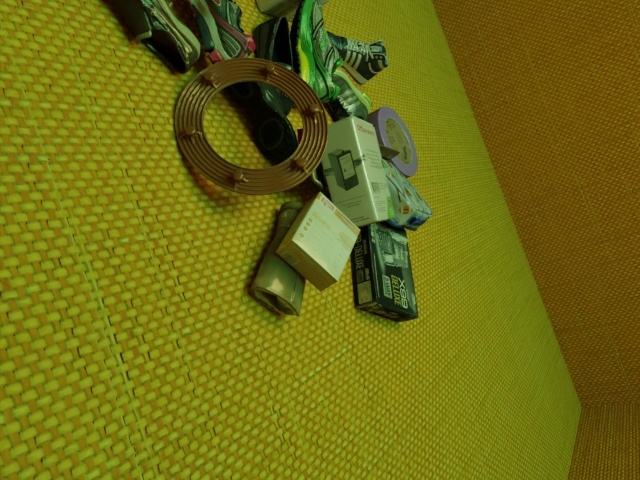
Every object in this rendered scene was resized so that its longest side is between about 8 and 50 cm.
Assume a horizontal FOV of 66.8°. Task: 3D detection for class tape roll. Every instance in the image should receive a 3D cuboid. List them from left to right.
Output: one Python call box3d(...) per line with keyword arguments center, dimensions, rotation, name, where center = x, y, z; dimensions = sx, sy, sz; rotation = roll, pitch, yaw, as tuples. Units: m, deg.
box3d(center=(0.254, -0.350, 1.794), dimensions=(0.274, 0.090, 0.275), rotation=(30, 49, -42), name="tape roll")

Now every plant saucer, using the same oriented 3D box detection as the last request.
box3d(center=(0.158, -0.298, 1.579), dimensions=(0.198, 0.198, 0.036), rotation=(6, 103, -53), name="plant saucer")

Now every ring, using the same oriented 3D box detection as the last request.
box3d(center=(-0.144, -0.259, 1.057), dimensions=(0.336, 0.032, 0.337), rotation=(3, 73, -10), name="ring")

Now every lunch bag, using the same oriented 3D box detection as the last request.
box3d(center=(0.242, -0.138, 1.565), dimensions=(0.243, 0.115, 0.303), rotation=(56, 22, 17), name="lunch bag")

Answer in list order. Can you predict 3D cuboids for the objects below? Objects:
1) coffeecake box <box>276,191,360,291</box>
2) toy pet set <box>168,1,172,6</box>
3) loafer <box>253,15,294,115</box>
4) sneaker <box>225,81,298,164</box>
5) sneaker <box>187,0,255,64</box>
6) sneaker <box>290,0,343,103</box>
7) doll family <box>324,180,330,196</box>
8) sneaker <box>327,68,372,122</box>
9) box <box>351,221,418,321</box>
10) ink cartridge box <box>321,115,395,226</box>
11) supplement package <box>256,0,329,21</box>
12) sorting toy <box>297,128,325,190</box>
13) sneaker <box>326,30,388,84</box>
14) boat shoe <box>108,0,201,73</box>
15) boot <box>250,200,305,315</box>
box3d(center=(0.000, 0.000, 1.132), dimensions=(0.142, 0.068, 0.186), rotation=(43, 44, -14), name="coffeecake box")
box3d(center=(-0.345, -0.540, 1.046), dimensions=(0.114, 0.122, 0.065), rotation=(33, 67, 13), name="toy pet set")
box3d(center=(-0.118, -0.486, 1.339), dimensions=(0.109, 0.095, 0.303), rotation=(12, 63, -51), name="loafer")
box3d(center=(-0.131, -0.331, 1.241), dimensions=(0.287, 0.109, 0.130), rotation=(63, 24, -17), name="sneaker")
box3d(center=(-0.245, -0.548, 1.146), dimensions=(0.121, 0.111, 0.300), rotation=(43, 26, -84), name="sneaker")
box3d(center=(-0.014, -0.559, 1.427), dimensions=(0.146, 0.134, 0.344), rotation=(0, 84, -18), name="sneaker")
box3d(center=(0.072, -0.149, 1.452), dimensions=(0.111, 0.075, 0.193), rotation=(47, 45, -36), name="doll family")
box3d(center=(0.066, -0.452, 1.576), dimensions=(0.299, 0.111, 0.122), rotation=(20, 65, -44), name="sneaker")
box3d(center=(0.192, 0.078, 1.489), dimensions=(0.242, 0.076, 0.308), rotation=(26, 52, -45), name="box")
box3d(center=(0.100, -0.176, 1.312), dimensions=(0.198, 0.114, 0.273), rotation=(-12, 88, -67), name="ink cartridge box")
box3d(center=(-0.106, -0.804, 1.478), dimensions=(0.203, 0.149, 0.194), rotation=(-20, 89, -56), name="supplement package")
box3d(center=(-0.031, -0.228, 1.267), dimensions=(0.347, 0.047, 0.196), rotation=(20, 60, -86), name="sorting toy")
box3d(center=(0.134, -0.687, 1.747), dimensions=(0.282, 0.153, 0.099), rotation=(25, 53, -46), name="sneaker")
box3d(center=(-0.355, -0.450, 0.996), dimensions=(0.257, 0.095, 0.095), rotation=(37, 51, -39), name="boat shoe")
box3d(center=(-0.042, 0.066, 1.168), dimensions=(0.236, 0.089, 0.270), rotation=(33, 45, -24), name="boot")
